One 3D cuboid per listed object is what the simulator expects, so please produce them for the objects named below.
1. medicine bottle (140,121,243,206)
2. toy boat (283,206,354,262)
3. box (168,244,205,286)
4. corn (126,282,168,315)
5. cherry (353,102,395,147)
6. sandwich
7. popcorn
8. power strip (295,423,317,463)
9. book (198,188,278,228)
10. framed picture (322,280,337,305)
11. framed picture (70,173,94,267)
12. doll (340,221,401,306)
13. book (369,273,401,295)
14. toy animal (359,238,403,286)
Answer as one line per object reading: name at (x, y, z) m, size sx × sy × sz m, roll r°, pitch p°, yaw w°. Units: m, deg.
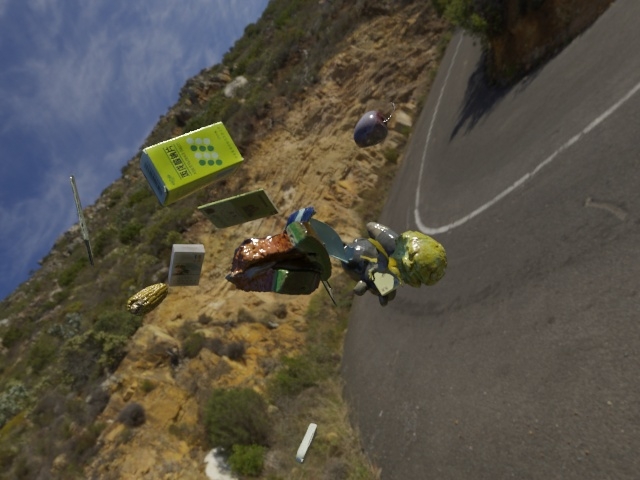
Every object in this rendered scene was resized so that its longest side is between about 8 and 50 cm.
medicine bottle at (-0.365, -0.216, 1.182) m, size 0.250 × 0.137 × 0.141 m, roll -31°, pitch 3°, yaw -30°
toy boat at (-0.024, 0.019, 1.578) m, size 0.210 × 0.291 × 0.070 m, roll -46°, pitch 8°, yaw -5°
box at (-0.674, 0.126, 2.082) m, size 0.067 × 0.149 × 0.233 m, roll 57°, pitch 137°, yaw 42°
corn at (-0.706, 0.240, 1.704) m, size 0.262 × 0.096 × 0.097 m, roll -73°, pitch 8°, yaw -78°
cherry at (0.185, -0.406, 1.484) m, size 0.188 × 0.115 × 0.148 m, roll -74°, pitch 3°, yaw -49°
sandwich at (-0.119, 0.082, 1.169) m, size 0.251 × 0.300 × 0.162 m, roll 77°, pitch -179°, yaw -54°
popcorn at (0.350, 0.066, 1.474) m, size 0.184 × 0.204 × 0.221 m, roll -52°, pitch 12°, yaw 22°
power strip at (-0.045, 0.714, 1.470) m, size 0.191 × 0.030 × 0.048 m, roll -43°, pitch -40°, yaw -67°
book at (-0.416, -0.156, 2.117) m, size 0.239 × 0.351 × 0.035 m, roll 59°, pitch -162°, yaw -63°
framed picture at (0.015, 0.171, 1.796) m, size 0.010 × 0.195 × 0.199 m, roll -27°, pitch 18°, yaw 3°
framed picture at (-0.843, -0.064, 1.469) m, size 0.017 × 0.275 × 0.217 m, roll -13°, pitch -24°, yaw -28°
doll at (0.251, 0.063, 1.899) m, size 0.252 × 0.382 × 0.379 m, roll -8°, pitch -44°, yaw -45°
book at (0.220, 0.131, 1.408) m, size 0.077 × 0.014 × 0.111 m, roll -31°, pitch 42°, yaw 3°
toy animal at (0.198, 0.095, 1.315) m, size 0.095 × 0.156 × 0.219 m, roll -29°, pitch -23°, yaw 15°
